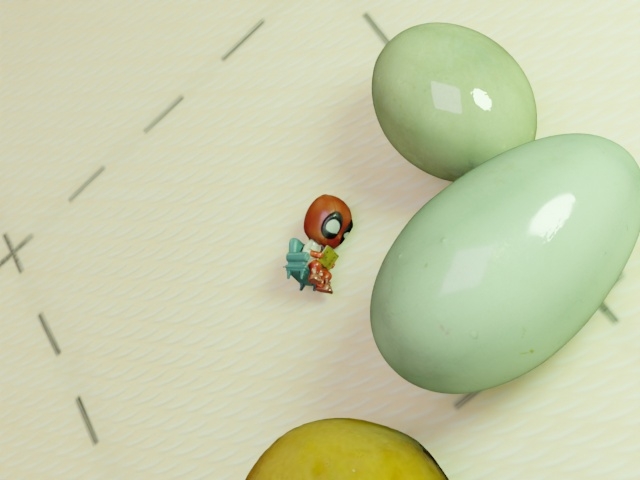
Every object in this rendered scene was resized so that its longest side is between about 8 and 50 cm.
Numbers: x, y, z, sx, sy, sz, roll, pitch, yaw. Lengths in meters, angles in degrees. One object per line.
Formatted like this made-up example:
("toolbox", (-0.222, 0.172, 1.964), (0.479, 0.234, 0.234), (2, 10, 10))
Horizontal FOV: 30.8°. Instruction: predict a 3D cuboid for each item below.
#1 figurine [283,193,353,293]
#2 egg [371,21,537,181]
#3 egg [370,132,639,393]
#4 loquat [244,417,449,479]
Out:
("figurine", (0.000, 0.000, 1.595), (0.075, 0.068, 0.140), (4, 68, 35))
("egg", (0.170, -0.175, 1.482), (0.186, 0.186, 0.253), (-51, 53, 5))
("egg", (0.219, 0.024, 1.352), (0.371, 0.230, 0.230), (-42, 56, 4))
("loquat", (0.028, 0.333, 1.336), (0.263, 0.263, 0.263), (-11, 66, 27))
